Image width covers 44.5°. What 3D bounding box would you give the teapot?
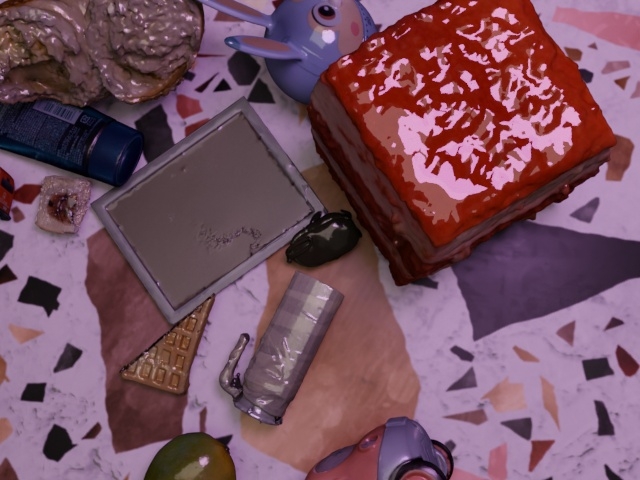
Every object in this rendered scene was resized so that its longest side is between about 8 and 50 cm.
[{"bbox_3d":[-0.058,0.139,1.050,0.107,0.077,0.200,25,84,9],"label":"teapot"}]

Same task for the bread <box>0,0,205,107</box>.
[{"bbox_3d":[-0.309,-0.282,1.072,0.314,0.192,0.171,-14,124,0],"label":"bread"}]

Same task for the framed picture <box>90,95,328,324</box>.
[{"bbox_3d":[-0.158,-0.044,1.110,0.273,0.016,0.216,-35,82,-2],"label":"framed picture"}]

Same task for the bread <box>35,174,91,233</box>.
[{"bbox_3d":[-0.367,-0.051,1.109,0.070,0.035,0.083,10,85,15],"label":"bread"}]

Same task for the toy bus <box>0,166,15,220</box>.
[{"bbox_3d":[-0.524,-0.077,1.105,0.174,0.079,0.077,9,74,5],"label":"toy bus"}]

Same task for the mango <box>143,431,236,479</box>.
[{"bbox_3d":[-0.180,0.345,1.028,0.122,0.085,0.191,21,93,-5],"label":"mango"}]

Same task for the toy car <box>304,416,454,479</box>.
[{"bbox_3d":[0.072,0.365,0.970,0.212,0.180,0.271,-14,82,11],"label":"toy car"}]

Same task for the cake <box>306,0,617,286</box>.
[{"bbox_3d":[0.154,-0.121,0.952,0.269,0.319,0.270,-31,81,-3],"label":"cake"}]

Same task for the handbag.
[{"bbox_3d":[0.000,0.000,1.079,0.111,0.047,0.072,-28,97,1],"label":"handbag"}]

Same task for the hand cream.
[{"bbox_3d":[-0.386,-0.161,1.119,0.270,0.061,0.120,22,84,12],"label":"hand cream"}]

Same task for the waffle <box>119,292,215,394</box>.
[{"bbox_3d":[-0.208,0.131,1.073,0.097,0.023,0.153,19,95,4],"label":"waffle"}]

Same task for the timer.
[{"bbox_3d":[-0.023,-0.277,1.020,0.175,0.255,0.175,-12,66,27],"label":"timer"}]
